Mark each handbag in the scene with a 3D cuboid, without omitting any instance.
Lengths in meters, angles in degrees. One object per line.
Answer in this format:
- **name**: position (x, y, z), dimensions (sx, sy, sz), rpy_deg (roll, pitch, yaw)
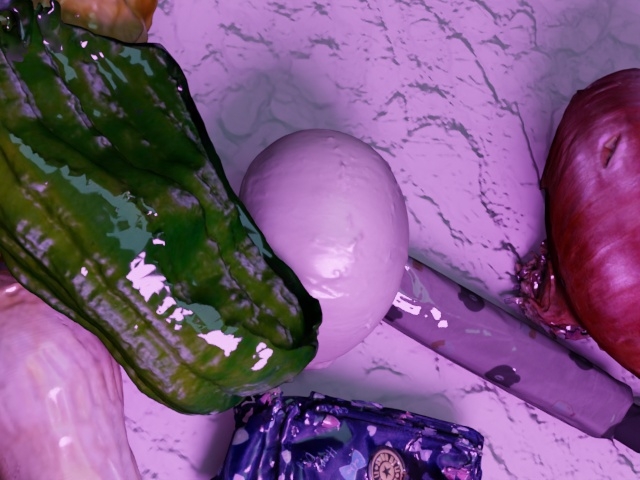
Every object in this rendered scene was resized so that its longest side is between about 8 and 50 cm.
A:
- **handbag**: position (0.032, 0.221, 1.491), dimensions (0.260, 0.113, 0.162), rpy_deg (17, 78, -27)

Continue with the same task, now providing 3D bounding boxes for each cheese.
- **cheese**: position (0.000, 0.000, 1.475), dimensions (0.154, 0.189, 0.198), rpy_deg (5, 69, 9)

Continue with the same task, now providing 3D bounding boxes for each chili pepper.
- **chili pepper**: position (-0.162, -0.021, 1.321), dimensions (0.385, 0.167, 0.213), rpy_deg (52, 23, -9)

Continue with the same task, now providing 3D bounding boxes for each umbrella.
- **umbrella**: position (0.181, 0.109, 1.602), dimensions (0.337, 0.073, 0.067), rpy_deg (30, 91, -14)

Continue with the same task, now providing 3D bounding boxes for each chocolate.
- **chocolate**: position (-0.209, 0.169, 1.389), dimensions (0.134, 0.134, 0.309), rpy_deg (-17, 85, -26)

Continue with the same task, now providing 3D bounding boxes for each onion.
- **onion**: position (0.313, 0.016, 1.600), dimensions (0.347, 0.285, 0.347), rpy_deg (44, 31, -35)

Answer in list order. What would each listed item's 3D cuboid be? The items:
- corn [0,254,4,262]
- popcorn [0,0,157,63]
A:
- **corn**: position (-0.247, -0.031, 1.436), dimensions (0.305, 0.106, 0.106), rpy_deg (1, 78, -26)
- **popcorn**: position (-0.247, -0.206, 1.432), dimensions (0.256, 0.195, 0.255), rpy_deg (-45, 107, -24)
